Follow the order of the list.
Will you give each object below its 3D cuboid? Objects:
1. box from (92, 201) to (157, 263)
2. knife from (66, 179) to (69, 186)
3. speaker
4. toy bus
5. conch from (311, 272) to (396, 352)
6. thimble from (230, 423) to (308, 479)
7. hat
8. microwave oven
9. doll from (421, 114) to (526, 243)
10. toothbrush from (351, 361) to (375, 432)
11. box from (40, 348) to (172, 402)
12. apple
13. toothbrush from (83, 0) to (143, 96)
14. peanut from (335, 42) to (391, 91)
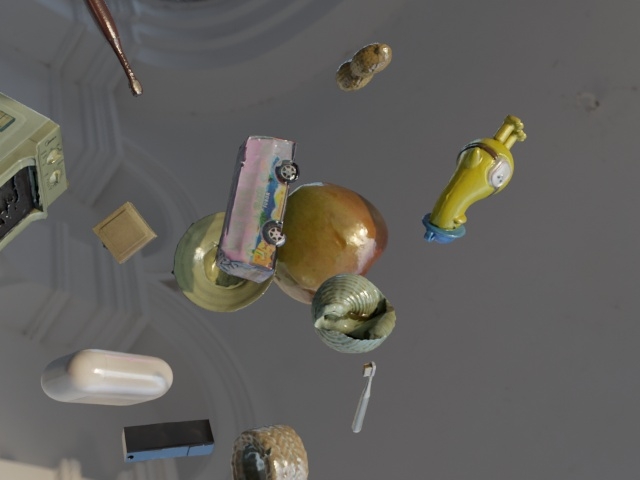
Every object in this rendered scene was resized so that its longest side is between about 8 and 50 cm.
[{"bbox_3d":[-0.343,-0.012,1.297,0.083,0.079,0.035,-37,-178,-2],"label":"box"},{"bbox_3d":[-0.633,-0.143,1.725,0.017,0.047,0.298,-19,-174,-3],"label":"knife"},{"bbox_3d":[-0.381,0.502,1.857,0.082,0.218,0.044,-116,-145,-45],"label":"speaker"},{"bbox_3d":[-0.136,-0.076,1.599,0.112,0.137,0.317,142,-40,-60],"label":"toy bus"},{"bbox_3d":[0.047,0.121,1.135,0.153,0.135,0.102,-55,159,-47],"label":"conch"},{"bbox_3d":[-0.145,0.628,2.044,0.196,0.148,0.229,9,-85,46],"label":"thimble"},{"bbox_3d":[-0.226,0.064,1.791,0.110,0.251,0.252,90,12,-71],"label":"hat"},{"bbox_3d":[-0.691,-0.099,1.382,0.355,0.286,0.218,-57,170,-36],"label":"microwave oven"},{"bbox_3d":[0.363,-0.144,1.800,0.145,0.199,0.363,35,-95,33],"label":"doll"},{"bbox_3d":[0.109,0.406,1.895,0.342,0.030,0.025,94,-17,-50],"label":"toothbrush"},{"bbox_3d":[-0.654,0.425,2.285,0.288,0.349,0.141,-20,-116,42],"label":"box"},{"bbox_3d":[0.000,0.000,1.989,0.338,0.305,0.338,-52,177,-4],"label":"apple"},{"bbox_3d":[-0.449,-0.464,1.509,0.040,0.364,0.041,-24,-169,5],"label":"toothbrush"},{"bbox_3d":[0.114,-0.454,1.943,0.192,0.089,0.089,-26,-131,52],"label":"peanut"}]
